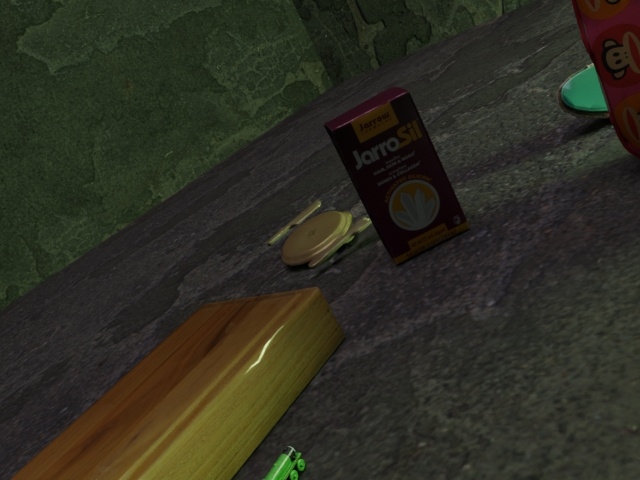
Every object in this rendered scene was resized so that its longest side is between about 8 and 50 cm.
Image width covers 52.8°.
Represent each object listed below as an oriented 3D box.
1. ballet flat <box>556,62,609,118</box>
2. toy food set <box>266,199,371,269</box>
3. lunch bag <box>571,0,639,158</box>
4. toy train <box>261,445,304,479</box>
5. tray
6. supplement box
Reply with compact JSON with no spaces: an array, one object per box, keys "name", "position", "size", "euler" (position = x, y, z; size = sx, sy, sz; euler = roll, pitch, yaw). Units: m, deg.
[{"name":"ballet flat","position":[0.445,-0.223,0.884],"size":[0.240,0.091,0.077],"euler":[-20,-12,12]},{"name":"toy food set","position":[0.000,0.000,0.987],"size":[0.132,0.039,0.192],"euler":[-39,24,-12]},{"name":"lunch bag","position":[0.389,-0.233,0.608],"size":[0.258,0.293,0.120],"euler":[-10,20,47]},{"name":"toy train","position":[-0.038,0.192,0.493],"size":[0.017,0.024,0.083],"euler":[-15,22,36]},{"name":"tray","position":[-0.167,0.194,0.606],"size":[0.202,0.076,0.411],"euler":[-12,22,42]},{"name":"supplement box","position":[0.093,-0.081,0.798],"size":[0.104,0.188,0.081],"euler":[-27,17,2]}]
